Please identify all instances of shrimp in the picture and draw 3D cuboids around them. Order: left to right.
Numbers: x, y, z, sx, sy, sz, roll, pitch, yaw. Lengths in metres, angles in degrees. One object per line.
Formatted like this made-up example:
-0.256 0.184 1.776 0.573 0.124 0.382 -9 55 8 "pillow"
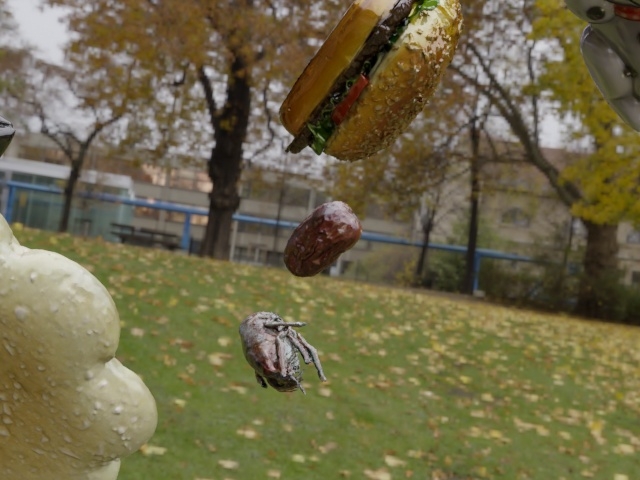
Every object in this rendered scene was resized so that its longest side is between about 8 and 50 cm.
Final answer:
-0.048 0.131 1.031 0.073 0.075 0.190 -15 17 -14 "shrimp"

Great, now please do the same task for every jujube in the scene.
0.000 0.000 1.272 0.129 0.077 0.077 -43 -30 22 "jujube"

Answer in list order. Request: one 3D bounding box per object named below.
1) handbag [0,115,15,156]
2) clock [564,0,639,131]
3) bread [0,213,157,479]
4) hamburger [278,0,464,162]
-0.473 -0.156 0.860 0.285 0.114 0.257 33 11 18 "handbag"
0.275 -0.231 0.741 0.188 0.189 0.254 3 -25 41 "clock"
-0.191 0.072 0.522 0.181 0.251 0.039 2 36 18 "bread"
0.046 -0.131 0.665 0.087 0.137 0.166 36 -42 -6 "hamburger"
